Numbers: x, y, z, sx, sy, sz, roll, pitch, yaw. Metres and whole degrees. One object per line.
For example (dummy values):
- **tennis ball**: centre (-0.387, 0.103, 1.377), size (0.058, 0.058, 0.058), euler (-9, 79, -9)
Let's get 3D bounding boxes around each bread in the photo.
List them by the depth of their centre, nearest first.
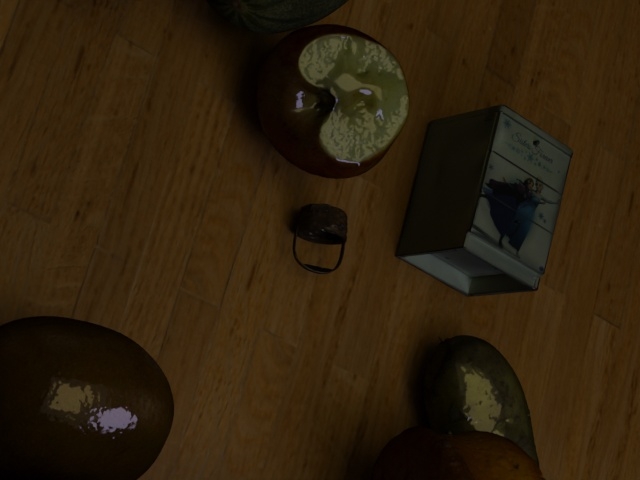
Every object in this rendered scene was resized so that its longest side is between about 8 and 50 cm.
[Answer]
- **bread**: centre (0.172, 0.372, 1.963), size (0.172, 0.312, 0.312), euler (-8, 89, -25)

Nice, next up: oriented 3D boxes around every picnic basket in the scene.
- **picnic basket**: centre (0.000, 0.000, 2.030), size (0.072, 0.072, 0.083), euler (20, 73, -36)

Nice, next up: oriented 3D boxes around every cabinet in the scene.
- **cabinet**: centre (0.221, -0.050, 2.162), size (0.145, 0.150, 0.206), euler (28, 68, -33)

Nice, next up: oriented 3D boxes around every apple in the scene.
- **apple**: centre (0.008, -0.170, 1.998), size (0.173, 0.160, 0.195), euler (-27, 99, -42)

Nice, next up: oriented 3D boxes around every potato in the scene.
- **potato**: centre (0.211, 0.240, 2.143), size (0.149, 0.113, 0.251), euler (-25, 91, -31)

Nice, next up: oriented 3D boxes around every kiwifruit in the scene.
- **kiwifruit**: centre (-0.266, 0.178, 1.708), size (0.234, 0.196, 0.196), euler (19, 72, -44)

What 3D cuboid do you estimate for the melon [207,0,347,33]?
- **melon**: centre (-0.031, -0.390, 1.948), size (0.237, 0.237, 0.301), euler (42, 64, -27)
